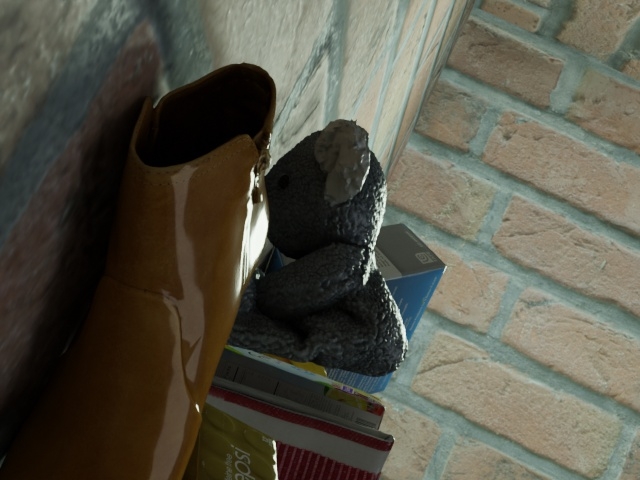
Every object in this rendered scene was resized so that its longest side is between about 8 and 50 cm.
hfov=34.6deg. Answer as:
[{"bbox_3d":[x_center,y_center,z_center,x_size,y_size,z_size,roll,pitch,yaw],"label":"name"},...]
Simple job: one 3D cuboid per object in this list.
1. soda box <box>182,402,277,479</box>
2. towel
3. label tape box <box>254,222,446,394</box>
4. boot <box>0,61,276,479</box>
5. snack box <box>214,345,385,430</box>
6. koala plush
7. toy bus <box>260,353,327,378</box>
[{"bbox_3d":[-0.064,0.173,0.612,0.058,0.061,0.181,-54,-164,14],"label":"soda box"},{"bbox_3d":[-0.096,0.292,0.993,0.037,0.237,0.329,-99,-149,-67],"label":"towel"},{"bbox_3d":[-0.023,0.120,1.394,0.347,0.115,0.249,-8,133,-38],"label":"label tape box"},{"bbox_3d":[-0.104,0.044,0.558,0.295,0.104,0.211,-64,170,-46],"label":"boot"},{"bbox_3d":[-0.039,0.165,1.083,0.174,0.207,0.070,79,29,-84],"label":"snack box"},{"bbox_3d":[0.000,0.000,0.948,0.196,0.203,0.221,64,40,-84],"label":"koala plush"},{"bbox_3d":[-0.089,0.245,1.247,0.211,0.149,0.220,-15,136,-24],"label":"toy bus"}]
